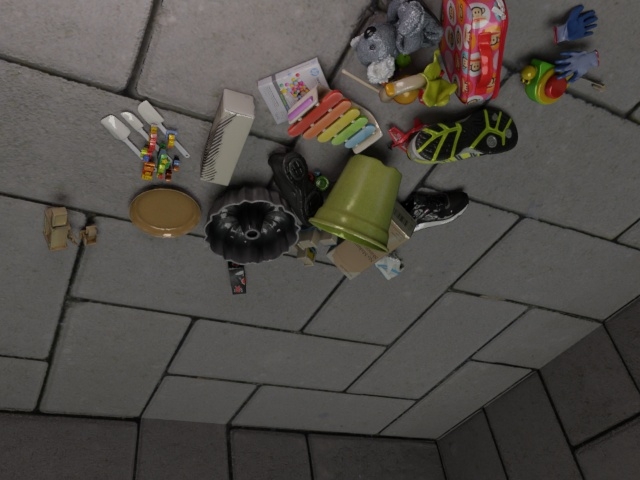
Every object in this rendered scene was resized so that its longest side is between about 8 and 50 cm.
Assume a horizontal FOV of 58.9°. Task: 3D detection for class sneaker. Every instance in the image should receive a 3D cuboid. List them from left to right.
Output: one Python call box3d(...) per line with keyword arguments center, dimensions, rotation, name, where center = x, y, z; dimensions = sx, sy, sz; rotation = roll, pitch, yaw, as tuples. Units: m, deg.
box3d(center=(-0.081, -0.172, 1.852), dimensions=(0.109, 0.130, 0.286), rotation=(-41, 128, -28), name="sneaker")
box3d(center=(0.256, 0.071, 2.244), dimensions=(0.092, 0.087, 0.228), rotation=(-31, 142, 13), name="sneaker")
box3d(center=(0.388, -0.119, 2.034), dimensions=(0.283, 0.107, 0.124), rotation=(-23, 132, 14), name="sneaker")
box3d(center=(0.449, -0.327, 1.806), dimensions=(0.384, 0.145, 0.147), rotation=(-8, -179, -18), name="sneaker")

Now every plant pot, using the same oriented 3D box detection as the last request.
box3d(center=(-0.526, -0.099, 1.924), dimensions=(0.236, 0.032, 0.236), rotation=(-5, 139, -4), name="plant pot")
box3d(center=(0.134, -0.127, 1.820), dimensions=(0.276, 0.276, 0.254), rotation=(24, 87, -33), name="plant pot")

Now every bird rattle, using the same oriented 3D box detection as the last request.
box3d(center=(0.259, -0.430, 1.555), dimensions=(0.206, 0.253, 0.143), rotation=(-13, 103, 1), name="bird rattle")

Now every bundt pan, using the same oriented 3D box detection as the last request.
box3d(center=(-0.237, -0.064, 1.952), dimensions=(0.330, 0.124, 0.331), rotation=(-5, 139, -4), name="bundt pan")

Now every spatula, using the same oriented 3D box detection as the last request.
box3d(center=(-0.518, -0.305, 1.704), dimensions=(0.168, 0.019, 0.242), rotation=(-22, 141, 12), name="spatula")

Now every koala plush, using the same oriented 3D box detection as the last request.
box3d(center=(0.184, -0.526, 1.465), dimensions=(0.221, 0.196, 0.203), rotation=(-40, 151, 25), name="koala plush")

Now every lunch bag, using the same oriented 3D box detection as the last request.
box3d(center=(0.396, -0.509, 1.465), dimensions=(0.120, 0.258, 0.293), rotation=(-10, 140, 1), name="lunch bag")

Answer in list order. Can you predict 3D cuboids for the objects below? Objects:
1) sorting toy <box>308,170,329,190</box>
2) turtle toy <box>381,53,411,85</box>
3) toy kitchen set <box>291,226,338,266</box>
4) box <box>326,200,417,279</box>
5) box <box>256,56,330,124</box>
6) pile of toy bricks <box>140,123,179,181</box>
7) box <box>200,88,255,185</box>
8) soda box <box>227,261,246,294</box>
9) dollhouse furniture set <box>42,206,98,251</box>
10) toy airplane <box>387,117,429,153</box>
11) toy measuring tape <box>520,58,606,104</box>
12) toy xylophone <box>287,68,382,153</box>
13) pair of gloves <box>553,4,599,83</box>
box3d(center=(-0.012, -0.199, 1.893), dimensions=(0.102, 0.061, 0.042), rotation=(20, 179, 18), name="sorting toy")
box3d(center=(0.194, -0.489, 1.594), dimensions=(0.130, 0.066, 0.095), rotation=(-33, 134, 24), name="turtle toy")
box3d(center=(0.000, 0.000, 2.107), dimensions=(0.207, 0.122, 0.166), rotation=(-8, 144, 30), name="toy kitchen set")
box3d(center=(0.180, -0.005, 2.048), dimensions=(0.148, 0.121, 0.311), rotation=(44, 127, -7), name="box")
box3d(center=(-0.069, -0.428, 1.634), dimensions=(0.186, 0.038, 0.145), rotation=(-19, 139, 9), name="box")
box3d(center=(-0.480, -0.233, 1.703), dimensions=(0.118, 0.105, 0.212), rotation=(7, 139, -23), name="pile of toy bricks")
box3d(center=(-0.279, -0.301, 1.683), dimensions=(0.094, 0.113, 0.275), rotation=(11, 134, -21), name="box")
box3d(center=(-0.325, 0.141, 2.222), dimensions=(0.060, 0.053, 0.169), rotation=(-5, 140, -6), name="soda box")
box3d(center=(-0.820, -0.070, 1.880), dimensions=(0.161, 0.101, 0.182), rotation=(-12, 146, -38), name="dollhouse furniture set")
box3d(center=(0.277, -0.337, 1.814), dimensions=(0.151, 0.028, 0.151), rotation=(-9, 144, -7), name="toy airplane")
box3d(center=(0.720, -0.456, 1.706), dimensions=(0.330, 0.121, 0.121), rotation=(6, 137, -29), name="toy measuring tape")
box3d(center=(0.060, -0.369, 1.643), dimensions=(0.322, 0.081, 0.236), rotation=(8, 147, -39), name="toy xylophone")
box3d(center=(0.717, -0.550, 1.594), dimensions=(0.159, 0.023, 0.198), rotation=(-23, 113, -16), name="pair of gloves")
